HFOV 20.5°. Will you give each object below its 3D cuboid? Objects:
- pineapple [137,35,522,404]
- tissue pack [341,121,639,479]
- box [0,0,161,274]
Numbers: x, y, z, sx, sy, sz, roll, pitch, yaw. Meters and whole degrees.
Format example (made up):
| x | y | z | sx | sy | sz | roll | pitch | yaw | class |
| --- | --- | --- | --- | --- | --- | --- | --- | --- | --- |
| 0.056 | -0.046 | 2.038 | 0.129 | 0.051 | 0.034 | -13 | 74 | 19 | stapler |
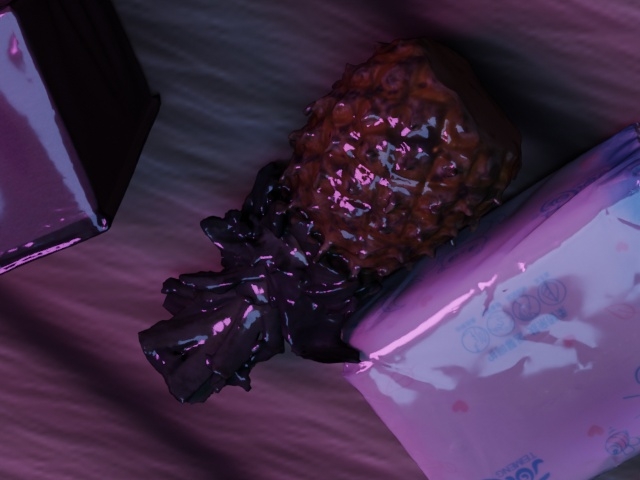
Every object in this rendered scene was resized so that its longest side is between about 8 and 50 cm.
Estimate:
| x | y | z | sx | sy | sz | roll | pitch | yaw | class |
| --- | --- | --- | --- | --- | --- | --- | --- | --- | --- |
| 0.000 | 0.000 | 1.252 | 0.310 | 0.141 | 0.170 | -41 | 59 | 21 | pineapple |
| 0.174 | 0.069 | 1.285 | 0.271 | 0.124 | 0.201 | -33 | 103 | 17 | tissue pack |
| -0.225 | -0.086 | 1.179 | 0.188 | 0.252 | 0.153 | -21 | 108 | 13 | box |
